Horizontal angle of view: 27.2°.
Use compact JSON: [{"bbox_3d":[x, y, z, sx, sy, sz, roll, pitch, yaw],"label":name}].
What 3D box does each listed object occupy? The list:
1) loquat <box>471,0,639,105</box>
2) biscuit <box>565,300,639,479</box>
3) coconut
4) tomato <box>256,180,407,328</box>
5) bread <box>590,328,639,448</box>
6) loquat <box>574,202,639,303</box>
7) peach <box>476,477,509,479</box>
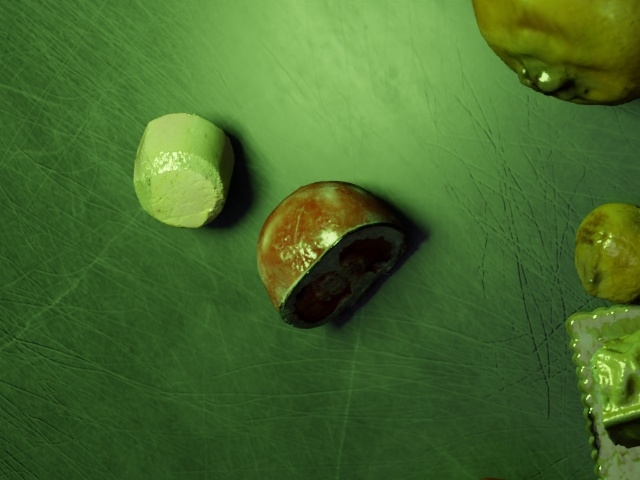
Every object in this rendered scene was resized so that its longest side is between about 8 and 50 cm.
[{"bbox_3d":[0.336,-0.328,1.622,0.328,0.328,0.328,2,96,20],"label":"loquat"},{"bbox_3d":[0.461,0.239,1.780,0.217,0.044,0.324,-12,90,19],"label":"biscuit"},{"bbox_3d":[-0.199,-0.109,1.936,0.147,0.152,0.147,1,133,1],"label":"coconut"},{"bbox_3d":[0.000,0.000,1.876,0.214,0.181,0.155,-41,63,11],"label":"tomato"},{"bbox_3d":[0.482,0.164,1.680,0.268,0.130,0.152,-22,122,19],"label":"bread"},{"bbox_3d":[0.399,0.019,1.752,0.137,0.113,0.137,2,116,3],"label":"loquat"},{"bbox_3d":[0.244,0.516,1.790,0.306,0.242,0.380,-11,78,0],"label":"peach"}]
